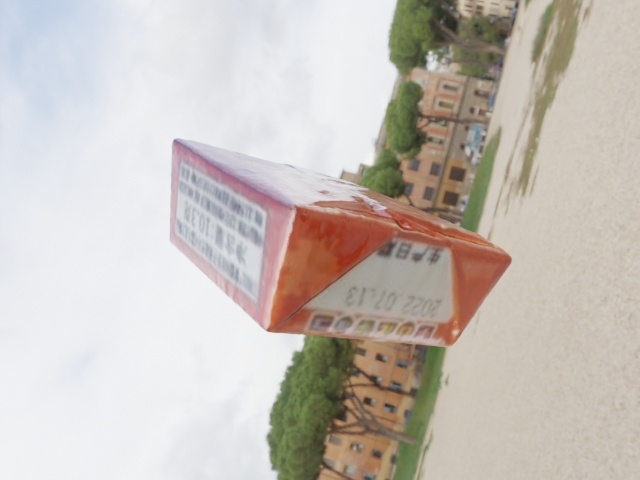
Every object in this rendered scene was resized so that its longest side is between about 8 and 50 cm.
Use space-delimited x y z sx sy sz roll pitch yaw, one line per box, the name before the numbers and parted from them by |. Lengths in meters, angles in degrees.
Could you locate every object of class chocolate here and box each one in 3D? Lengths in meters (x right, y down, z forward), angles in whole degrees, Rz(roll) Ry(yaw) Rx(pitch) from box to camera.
chocolate | 0.000 0.000 0.561 0.234 0.237 0.108 11 -77 -37
